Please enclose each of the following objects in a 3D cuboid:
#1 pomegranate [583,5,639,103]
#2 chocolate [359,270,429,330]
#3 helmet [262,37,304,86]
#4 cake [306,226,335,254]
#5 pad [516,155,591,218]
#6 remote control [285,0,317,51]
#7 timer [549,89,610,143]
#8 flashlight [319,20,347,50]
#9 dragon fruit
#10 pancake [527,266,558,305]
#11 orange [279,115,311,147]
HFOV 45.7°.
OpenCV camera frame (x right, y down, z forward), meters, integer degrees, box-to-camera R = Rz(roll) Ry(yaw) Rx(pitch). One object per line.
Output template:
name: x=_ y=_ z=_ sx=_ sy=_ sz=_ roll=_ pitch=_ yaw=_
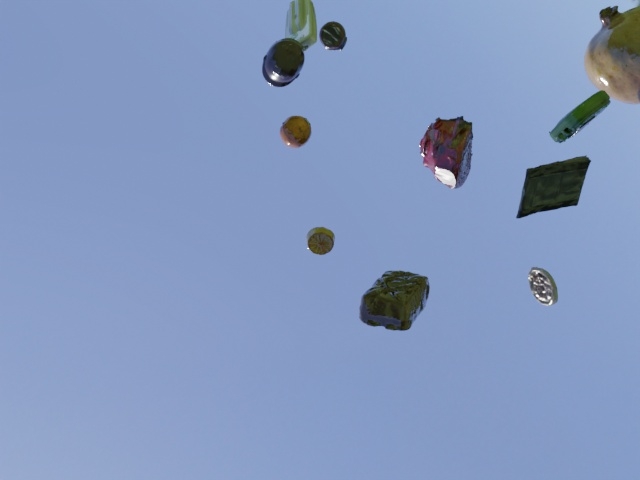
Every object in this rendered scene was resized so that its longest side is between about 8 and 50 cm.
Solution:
pomegranate: x=0.890 y=-0.508 z=2.109 sx=0.307 sy=0.307 sz=0.307 roll=26 pitch=-142 yaw=-22
chocolate: x=0.197 y=0.153 z=2.031 sx=0.149 sy=0.093 sz=0.214 roll=7 pitch=-158 yaw=23
helmet: x=-0.086 y=-0.438 z=1.859 sx=0.098 sy=0.123 sz=0.070 roll=26 pitch=178 yaw=-15
cake: x=0.000 y=0.000 z=2.193 sx=0.084 sy=0.084 sz=0.044 roll=32 pitch=-155 yaw=-15
pad: x=0.686 y=-0.157 z=2.242 sx=0.233 sy=0.174 sz=0.022 roll=-13 pitch=-142 yaw=-21
remote control: x=-0.055 y=-0.578 z=2.035 sx=0.049 sy=0.090 sz=0.230 roll=48 pitch=-154 yaw=-37
timer: x=0.593 y=-0.280 z=1.737 sx=0.128 sy=0.140 sz=0.047 roll=-35 pitch=-100 yaw=-20
flashlight: x=0.045 y=-0.682 z=2.549 sx=0.093 sy=0.093 sz=0.232 roll=39 pitch=-169 yaw=-4
dragon fruit: x=0.379 y=-0.256 z=2.268 sx=0.163 sy=0.261 sz=0.189 roll=-5 pitch=-123 yaw=4
pancake: x=0.720 y=0.150 z=2.458 sx=0.022 sy=0.139 sz=0.139 roll=-20 pitch=-116 yaw=-18
orange: x=-0.061 y=-0.269 z=1.879 sx=0.084 sy=0.083 sz=0.083 roll=26 pitch=-142 yaw=-22
